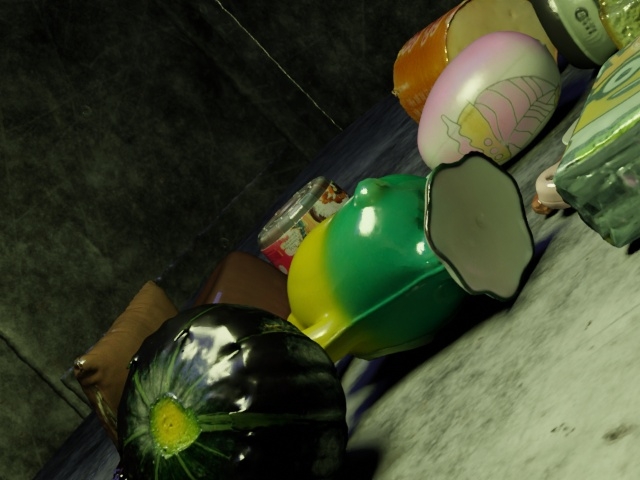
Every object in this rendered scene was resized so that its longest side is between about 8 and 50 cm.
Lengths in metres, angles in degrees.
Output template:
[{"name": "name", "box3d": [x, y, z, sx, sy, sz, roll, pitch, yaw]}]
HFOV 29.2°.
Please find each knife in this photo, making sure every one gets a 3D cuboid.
[{"name": "knife", "box3d": [0.368, -0.137, 1.680, 0.081, 0.043, 0.336, -4, 28, 33]}]

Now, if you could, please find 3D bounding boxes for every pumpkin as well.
[{"name": "pumpkin", "box3d": [-0.090, 0.220, 1.449, 0.296, 0.296, 0.296, -43, 8, 8]}]

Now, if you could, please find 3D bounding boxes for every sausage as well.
[{"name": "sausage", "box3d": [0.325, -0.083, 1.668, 0.030, 0.035, 0.147, 3, 37, 37]}, {"name": "sausage", "box3d": [0.296, -0.340, 2.391, 0.233, 0.233, 0.287, -47, 10, -15]}]

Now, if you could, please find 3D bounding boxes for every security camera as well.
[{"name": "security camera", "box3d": [0.503, -0.422, 2.012, 0.277, 0.197, 0.191, -30, 15, 28]}]

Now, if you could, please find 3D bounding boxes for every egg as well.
[{"name": "egg", "box3d": [0.276, -0.222, 2.038, 0.271, 0.196, 0.196, -48, 9, -3]}]

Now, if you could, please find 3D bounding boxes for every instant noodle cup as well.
[{"name": "instant noodle cup", "box3d": [0.000, 0.000, 2.296, 0.258, 0.181, 0.302, -51, 11, -33]}]

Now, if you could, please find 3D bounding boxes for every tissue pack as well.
[{"name": "tissue pack", "box3d": [0.397, -0.154, 1.344, 0.228, 0.128, 0.311, -36, 12, 36]}]

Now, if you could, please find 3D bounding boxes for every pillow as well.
[{"name": "pillow", "box3d": [-0.231, 0.244, 1.856, 0.108, 0.307, 0.305, -22, 14, 21]}]

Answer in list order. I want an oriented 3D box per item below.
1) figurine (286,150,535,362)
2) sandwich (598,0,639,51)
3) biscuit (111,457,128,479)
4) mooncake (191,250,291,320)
[{"name": "figurine", "box3d": [0.091, 0.027, 1.594, 0.340, 0.231, 0.323, -28, 23, 45]}, {"name": "sandwich", "box3d": [0.489, -0.333, 1.804, 0.122, 0.128, 0.235, -33, 13, 21]}, {"name": "biscuit", "box3d": [-0.218, 0.315, 1.631, 0.194, 0.053, 0.194, -33, 43, 38]}, {"name": "mooncake", "box3d": [-0.157, 0.180, 2.152, 0.333, 0.174, 0.326, -66, 11, -25]}]
